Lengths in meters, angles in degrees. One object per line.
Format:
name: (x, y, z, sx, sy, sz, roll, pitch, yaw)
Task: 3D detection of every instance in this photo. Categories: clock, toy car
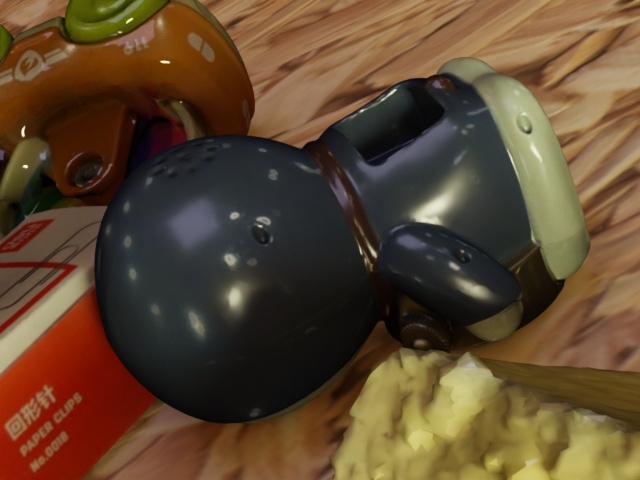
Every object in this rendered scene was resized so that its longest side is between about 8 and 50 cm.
clock: (0.000, 0.000, 0.904, 0.243, 0.146, 0.199, -23, 30, -9)
toy car: (-0.155, -0.050, 1.155, 0.235, 0.145, 0.235, -17, 45, 18)

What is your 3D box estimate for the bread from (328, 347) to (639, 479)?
bread: (0.218, 0.165, 0.501, 0.405, 0.242, 0.346, 9, 9, -20)

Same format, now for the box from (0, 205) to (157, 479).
box: (-0.167, 0.066, 0.973, 0.133, 0.099, 0.182, 2, 38, 46)
